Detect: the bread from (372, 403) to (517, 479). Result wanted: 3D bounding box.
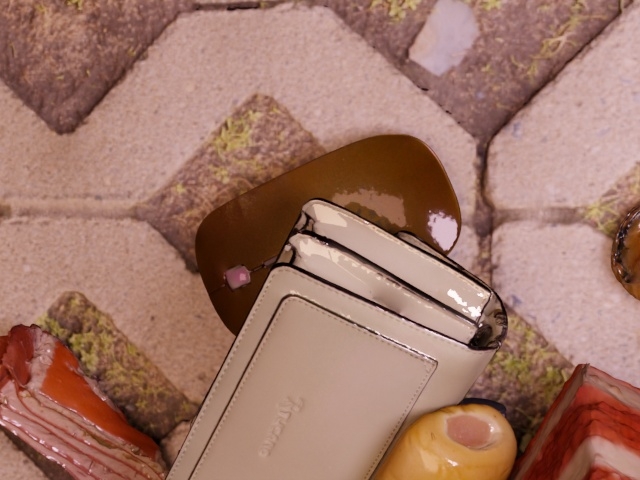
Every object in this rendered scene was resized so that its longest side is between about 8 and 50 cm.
[{"bbox_3d":[0.085,0.291,1.725,0.091,0.142,0.305,51,126,30],"label":"bread"}]

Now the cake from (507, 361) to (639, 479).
[{"bbox_3d":[0.298,0.313,1.612,0.269,0.319,0.270,26,114,-6],"label":"cake"}]

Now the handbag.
[{"bbox_3d":[0.010,0.163,1.775,0.236,0.160,0.358,29,123,1],"label":"handbag"}]

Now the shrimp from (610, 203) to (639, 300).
[{"bbox_3d":[0.407,0.033,1.682,0.262,0.066,0.117,14,103,18],"label":"shrimp"}]

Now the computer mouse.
[{"bbox_3d":[0.000,0.000,1.844,0.310,0.072,0.158,-24,87,24],"label":"computer mouse"}]

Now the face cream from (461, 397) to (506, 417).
[{"bbox_3d":[0.148,0.310,1.828,0.144,0.071,0.291,10,102,22],"label":"face cream"}]

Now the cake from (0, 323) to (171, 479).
[{"bbox_3d":[-0.273,0.204,1.987,0.287,0.135,0.098,44,108,-10],"label":"cake"}]
